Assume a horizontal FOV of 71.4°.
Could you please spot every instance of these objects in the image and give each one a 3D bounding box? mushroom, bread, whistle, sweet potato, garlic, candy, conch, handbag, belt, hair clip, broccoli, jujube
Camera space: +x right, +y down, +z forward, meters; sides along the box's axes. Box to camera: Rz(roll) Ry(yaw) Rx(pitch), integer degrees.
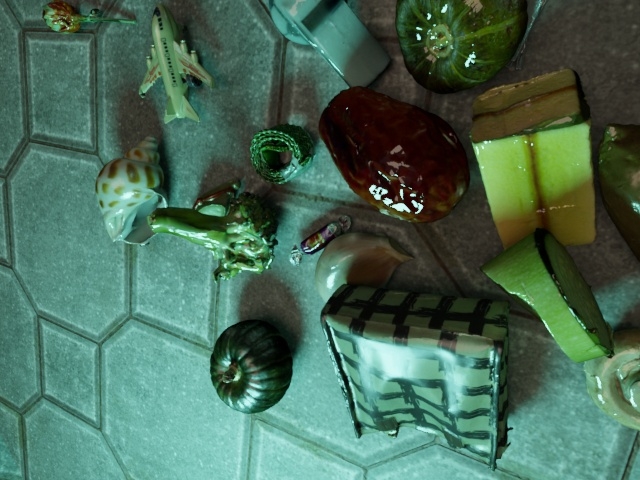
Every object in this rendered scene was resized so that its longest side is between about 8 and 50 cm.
[{"bbox_3d":[0.511,0.224,0.710,0.166,0.127,0.167,6,100,33],"label":"mushroom"},{"bbox_3d":[0.366,-0.127,0.766,0.167,0.163,0.264,-8,131,27],"label":"bread"},{"bbox_3d":[0.001,-0.430,0.856,0.163,0.164,0.289,-33,119,29],"label":"whistle"},{"bbox_3d":[0.532,0.010,0.661,0.130,0.130,0.423,-25,92,29],"label":"sweet potato"},{"bbox_3d":[0.050,0.088,0.955,0.148,0.128,0.267,47,128,24],"label":"garlic"},{"bbox_3d":[-0.609,-0.586,1.175,0.287,0.084,0.078,12,101,18],"label":"candy"},{"bbox_3d":[0.000,0.000,0.983,0.175,0.043,0.045,-33,87,25],"label":"candy"},{"bbox_3d":[-0.476,-0.133,1.145,0.275,0.182,0.149,-56,40,23],"label":"conch"},{"bbox_3d":[0.187,0.251,0.840,0.325,0.162,0.327,4,118,29],"label":"handbag"},{"bbox_3d":[-0.076,-0.191,0.969,0.151,0.079,0.121,-3,109,39],"label":"belt"},{"bbox_3d":[0.338,-0.345,0.739,0.030,0.039,0.115,23,112,28],"label":"hair clip"},{"bbox_3d":[-0.232,-0.003,0.993,0.177,0.274,0.199,-114,24,-44],"label":"broccoli"},{"bbox_3d":[0.131,-0.157,0.800,0.290,0.197,0.197,43,116,15],"label":"jujube"}]

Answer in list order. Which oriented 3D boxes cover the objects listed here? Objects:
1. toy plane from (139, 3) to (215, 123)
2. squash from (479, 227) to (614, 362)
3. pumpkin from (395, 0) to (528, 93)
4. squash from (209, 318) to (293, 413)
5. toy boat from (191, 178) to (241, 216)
[{"bbox_3d":[-0.346,-0.409,1.047,0.241,0.104,0.257,7,103,29],"label":"toy plane"},{"bbox_3d":[0.361,0.100,0.711,0.133,0.220,0.220,-36,82,25],"label":"squash"},{"bbox_3d":[0.228,-0.357,0.720,0.219,0.162,0.219,39,149,29],"label":"pumpkin"},{"bbox_3d":[-0.164,0.295,1.053,0.218,0.172,0.219,-3,86,57],"label":"squash"},{"bbox_3d":[-0.264,-0.083,1.089,0.185,0.071,0.089,-29,128,29],"label":"toy boat"}]
